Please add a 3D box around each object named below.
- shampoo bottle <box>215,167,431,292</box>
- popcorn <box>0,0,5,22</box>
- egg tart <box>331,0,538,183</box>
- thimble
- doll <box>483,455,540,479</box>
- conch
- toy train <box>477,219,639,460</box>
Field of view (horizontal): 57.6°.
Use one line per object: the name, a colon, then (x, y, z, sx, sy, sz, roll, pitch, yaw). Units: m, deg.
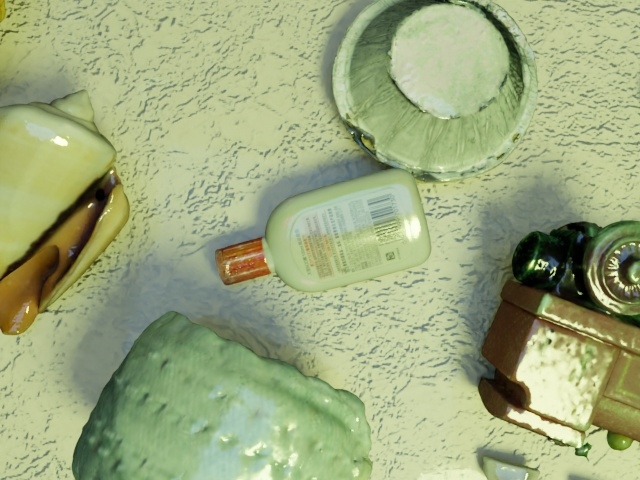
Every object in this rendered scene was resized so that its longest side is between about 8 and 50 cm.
shampoo bottle: (0.000, 0.000, 0.611, 0.220, 0.051, 0.108, -15, 102, 3)
popcorn: (-0.429, -0.270, 0.579, 0.249, 0.190, 0.251, 1, 85, -8)
egg tart: (0.128, -0.178, 0.628, 0.233, 0.094, 0.234, 1, 80, -3)
thimble: (-0.077, 0.178, 0.514, 0.250, 0.205, 0.172, 25, 76, 19)
doll: (0.216, 0.339, 0.564, 0.183, 0.085, 0.217, 18, 64, -1)
conch: (-0.290, -0.038, 0.598, 0.158, 0.127, 0.255, 30, 105, -26)
toy train: (0.318, 0.109, 0.575, 0.304, 0.150, 0.222, 20, 92, 0)
